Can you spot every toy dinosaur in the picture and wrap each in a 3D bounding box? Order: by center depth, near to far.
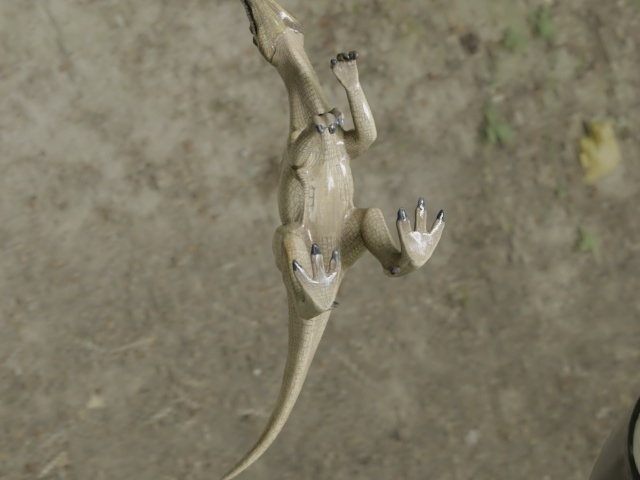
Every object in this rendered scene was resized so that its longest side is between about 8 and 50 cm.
[{"bbox_3d":[0.000,0.000,0.593,0.053,0.092,0.183,-1,95,-21],"label":"toy dinosaur"}]

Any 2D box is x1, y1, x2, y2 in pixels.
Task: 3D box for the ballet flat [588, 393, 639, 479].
[{"bbox_3d":[0.190,0.050,0.608,0.096,0.280,0.095,30,49,-36],"label":"ballet flat"}]
